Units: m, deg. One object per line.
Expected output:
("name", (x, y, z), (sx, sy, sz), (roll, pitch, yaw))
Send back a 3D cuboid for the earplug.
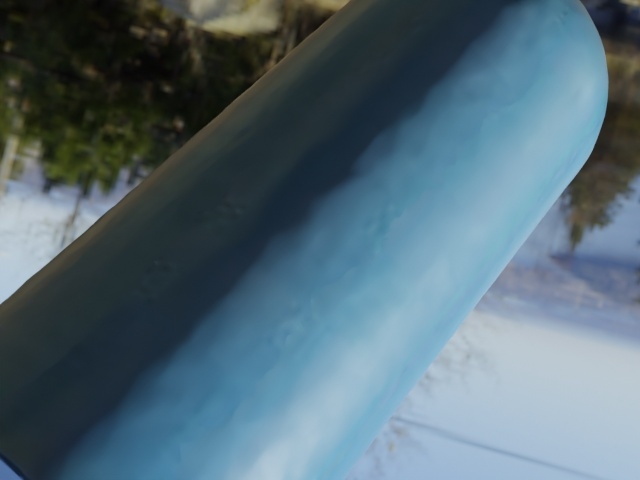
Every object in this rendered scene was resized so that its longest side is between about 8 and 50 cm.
("earplug", (0.000, 0.000, 0.500), (0.132, 0.273, 0.132), (37, 160, 16))
